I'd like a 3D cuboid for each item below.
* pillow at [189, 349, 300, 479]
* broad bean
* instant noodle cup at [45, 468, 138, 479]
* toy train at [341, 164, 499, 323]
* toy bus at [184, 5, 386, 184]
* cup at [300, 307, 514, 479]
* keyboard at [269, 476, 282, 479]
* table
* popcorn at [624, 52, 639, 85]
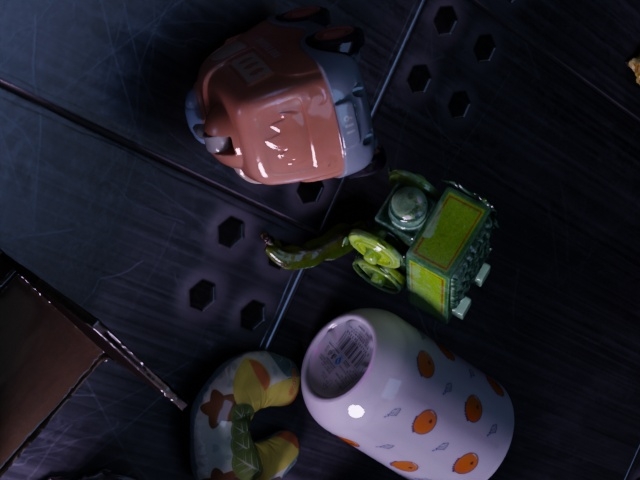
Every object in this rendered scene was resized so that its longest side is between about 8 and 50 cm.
[{"bbox_3d":[-0.109,0.274,1.873,0.214,0.086,0.233,-14,111,-45],"label":"pillow"},{"bbox_3d":[-0.001,0.008,1.883,0.195,0.046,0.061,-7,93,-33],"label":"broad bean"},{"bbox_3d":[-0.250,0.444,1.692,0.302,0.181,0.258,43,58,-23],"label":"instant noodle cup"},{"bbox_3d":[0.154,0.008,1.874,0.159,0.188,0.272,-57,166,-16],"label":"toy train"},{"bbox_3d":[-0.054,-0.173,1.650,0.232,0.288,0.194,-22,118,-12],"label":"toy bus"},{"bbox_3d":[0.128,0.243,1.953,0.317,0.212,0.212,37,81,-38],"label":"cup"},{"bbox_3d":[-0.103,0.397,1.883,0.055,0.017,0.166,-18,157,-33],"label":"keyboard"},{"bbox_3d":[-0.360,0.188,1.512,0.250,0.282,0.196,-48,128,-14],"label":"table"},{"bbox_3d":[0.574,-0.306,2.220,0.084,0.084,0.084,-13,112,-34],"label":"popcorn"}]
